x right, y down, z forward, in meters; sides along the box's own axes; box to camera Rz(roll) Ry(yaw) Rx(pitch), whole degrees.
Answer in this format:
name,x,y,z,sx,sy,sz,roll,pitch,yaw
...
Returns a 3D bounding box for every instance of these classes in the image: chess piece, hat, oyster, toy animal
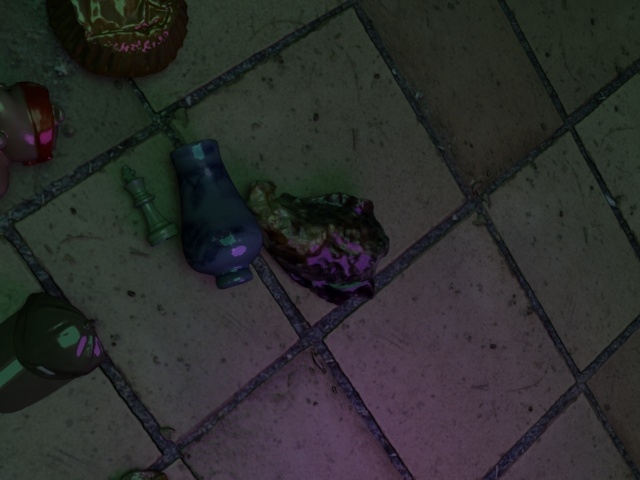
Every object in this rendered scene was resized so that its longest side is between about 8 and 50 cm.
name,x,y,z,sx,sy,sz,roll,pitch,yaw
chess piece,-0.307,-0.064,1.310,0.059,0.059,0.149,-31,93,-22
hat,-0.458,0.190,1.197,0.166,0.144,0.173,53,47,-11
oyster,0.004,0.001,1.414,0.271,0.100,0.275,-14,95,-20
toy animal,-0.497,-0.167,1.171,0.171,0.171,0.198,45,74,-16

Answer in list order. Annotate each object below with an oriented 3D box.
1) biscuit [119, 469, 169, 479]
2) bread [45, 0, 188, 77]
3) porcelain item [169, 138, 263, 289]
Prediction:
name,x,y,z,sx,sy,sz,roll,pitch,yaw
biscuit,-0.342,0.459,1.269,0.183,0.061,0.118,-9,93,-24
bread,-0.332,-0.391,1.260,0.240,0.139,0.240,0,89,-27
porcelain item,-0.186,-0.044,1.321,0.141,0.141,0.259,-15,85,-24
